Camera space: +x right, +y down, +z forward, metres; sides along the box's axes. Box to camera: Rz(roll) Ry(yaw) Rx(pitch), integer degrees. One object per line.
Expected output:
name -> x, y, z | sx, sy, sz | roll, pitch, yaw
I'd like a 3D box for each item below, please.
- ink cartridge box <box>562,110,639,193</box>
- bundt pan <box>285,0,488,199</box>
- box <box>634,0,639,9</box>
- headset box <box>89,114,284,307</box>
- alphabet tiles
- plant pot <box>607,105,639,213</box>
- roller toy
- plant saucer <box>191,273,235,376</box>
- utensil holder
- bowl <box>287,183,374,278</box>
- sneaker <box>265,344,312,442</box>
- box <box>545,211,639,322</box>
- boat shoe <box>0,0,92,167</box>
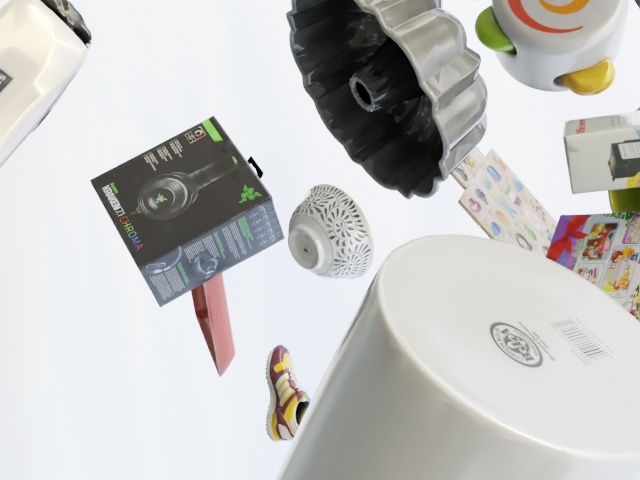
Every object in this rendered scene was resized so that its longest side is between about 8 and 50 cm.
ink cartridge box -> 0.383, -0.111, 1.267 | 0.127, 0.175, 0.072 | -48, 130, -68
bundt pan -> 0.102, -0.224, 1.420 | 0.331, 0.124, 0.331 | 48, -20, 24
box -> 0.398, -0.514, 1.249 | 0.179, 0.343, 0.312 | -18, -145, 41
headset box -> -0.233, -0.061, 1.937 | 0.246, 0.283, 0.131 | 55, -11, 35
alphabet tiles -> 0.353, -0.037, 1.917 | 0.011, 0.285, 0.342 | -39, -84, 30
plant pot -> 0.641, -0.095, 1.627 | 0.274, 0.293, 0.275 | 8, -80, 50
roller toy -> 0.346, -0.319, 1.540 | 0.191, 0.209, 0.146 | -63, 162, -17
plant saucer -> -0.228, 0.104, 2.163 | 0.259, 0.047, 0.258 | -123, -157, -59
utensil holder -> 0.125, 0.233, 1.051 | 0.328, 0.327, 0.385 | 59, -43, 44
bowl -> 0.000, 0.000, 1.737 | 0.170, 0.080, 0.170 | 27, -49, 36
sneaker -> -0.052, 0.280, 1.972 | 0.084, 0.069, 0.186 | -14, -115, 28
box -> 0.331, 0.102, 1.241 | 0.201, 0.057, 0.293 | -1, -121, 50
boat shoe -> -0.360, -0.090, 1.035 | 0.127, 0.340, 0.158 | 45, -27, -5
